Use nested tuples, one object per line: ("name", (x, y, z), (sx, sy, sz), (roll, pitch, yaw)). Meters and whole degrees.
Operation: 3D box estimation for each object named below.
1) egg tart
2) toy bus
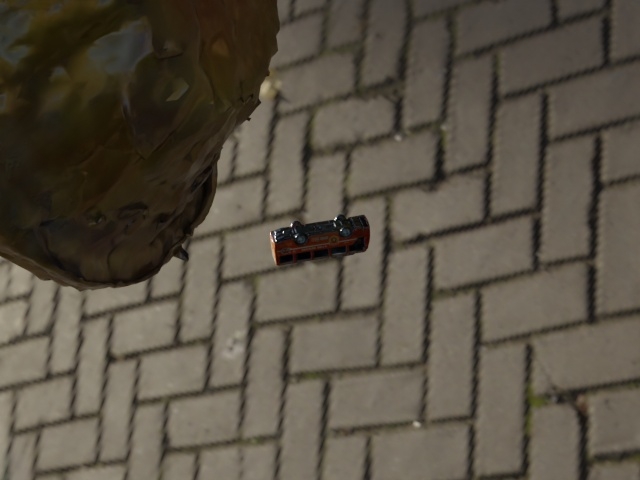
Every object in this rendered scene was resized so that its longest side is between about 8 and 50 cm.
("egg tart", (-0.114, -0.149, 0.764), (0.150, 0.352, 0.352), (-14, 59, 23))
("toy bus", (0.000, 0.000, 1.663), (0.110, 0.043, 0.031), (-8, 33, -9))
